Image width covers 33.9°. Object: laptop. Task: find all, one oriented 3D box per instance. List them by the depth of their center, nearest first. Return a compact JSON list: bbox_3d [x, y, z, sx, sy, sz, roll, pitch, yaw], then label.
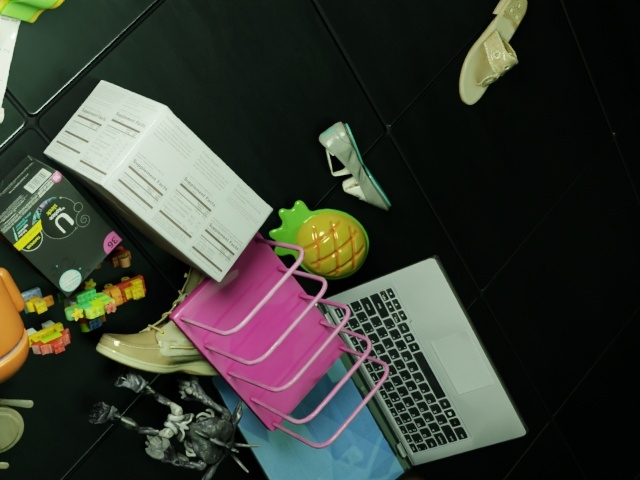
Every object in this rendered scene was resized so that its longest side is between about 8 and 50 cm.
[{"bbox_3d":[0.093,0.297,1.901,0.382,0.407,0.236,61,31,-10],"label":"laptop"}]

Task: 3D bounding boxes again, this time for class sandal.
[{"bbox_3d":[0.354,-0.372,2.047,0.088,0.079,0.240,28,88,-42],"label":"sandal"}]

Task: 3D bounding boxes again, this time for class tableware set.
[{"bbox_3d":[-0.543,0.274,1.576,0.194,0.039,0.128,14,109,-36],"label":"tableware set"}]

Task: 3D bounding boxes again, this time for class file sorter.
[{"bbox_3d":[-0.052,0.165,1.699,0.202,0.182,0.291,-47,120,-19],"label":"file sorter"}]

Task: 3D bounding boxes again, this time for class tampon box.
[{"bbox_3d":[-0.398,-0.021,1.539,0.120,0.101,0.161,-49,131,-14],"label":"tampon box"}]

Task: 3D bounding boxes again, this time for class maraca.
[{"bbox_3d":[0.000,0.000,1.887,0.185,0.099,0.127,22,95,-17],"label":"maraca"}]

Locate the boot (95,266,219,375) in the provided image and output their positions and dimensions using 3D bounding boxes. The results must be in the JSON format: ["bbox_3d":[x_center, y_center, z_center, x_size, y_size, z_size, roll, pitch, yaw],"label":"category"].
[{"bbox_3d":[-0.233,0.115,1.734,0.261,0.095,0.204,11,98,-40],"label":"boot"}]

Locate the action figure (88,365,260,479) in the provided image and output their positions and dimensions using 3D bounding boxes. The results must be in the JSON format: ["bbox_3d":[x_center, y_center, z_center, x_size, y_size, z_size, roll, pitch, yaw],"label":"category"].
[{"bbox_3d":[-0.240,0.305,1.776,0.275,0.141,0.164,32,83,-27],"label":"action figure"}]

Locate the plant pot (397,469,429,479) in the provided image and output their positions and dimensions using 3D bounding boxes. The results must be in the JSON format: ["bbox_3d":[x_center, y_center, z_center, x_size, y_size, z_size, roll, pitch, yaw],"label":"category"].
[{"bbox_3d":[0.089,0.506,2.099,0.230,0.215,0.215,45,76,-25],"label":"plant pot"}]

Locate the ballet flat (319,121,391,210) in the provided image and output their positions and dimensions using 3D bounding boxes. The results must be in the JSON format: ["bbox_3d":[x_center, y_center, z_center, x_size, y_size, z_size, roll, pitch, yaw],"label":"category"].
[{"bbox_3d":[0.059,-0.125,1.916,0.068,0.072,0.213,-29,127,5],"label":"ballet flat"}]

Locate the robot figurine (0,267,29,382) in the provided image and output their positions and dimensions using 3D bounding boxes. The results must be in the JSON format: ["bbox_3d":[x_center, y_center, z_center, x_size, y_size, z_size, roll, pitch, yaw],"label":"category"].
[{"bbox_3d":[-0.495,0.119,1.495,0.128,0.158,0.220,-17,121,-2],"label":"robot figurine"}]

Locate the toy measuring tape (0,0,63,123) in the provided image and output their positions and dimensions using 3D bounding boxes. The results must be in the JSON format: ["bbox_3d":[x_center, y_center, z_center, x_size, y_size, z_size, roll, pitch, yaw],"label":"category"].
[{"bbox_3d":[-0.397,-0.312,1.422,0.121,0.121,0.330,10,100,-42],"label":"toy measuring tape"}]

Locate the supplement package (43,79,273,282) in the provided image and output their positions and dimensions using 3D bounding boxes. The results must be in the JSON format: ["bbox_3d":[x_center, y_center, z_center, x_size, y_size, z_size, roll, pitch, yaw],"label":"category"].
[{"bbox_3d":[-0.240,-0.089,1.575,0.145,0.204,0.262,-53,131,-10],"label":"supplement package"}]

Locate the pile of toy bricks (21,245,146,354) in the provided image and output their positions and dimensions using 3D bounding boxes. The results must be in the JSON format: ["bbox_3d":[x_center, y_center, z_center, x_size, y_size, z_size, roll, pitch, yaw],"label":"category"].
[{"bbox_3d":[-0.354,0.094,1.617,0.212,0.105,0.118,-25,121,-31],"label":"pile of toy bricks"}]
